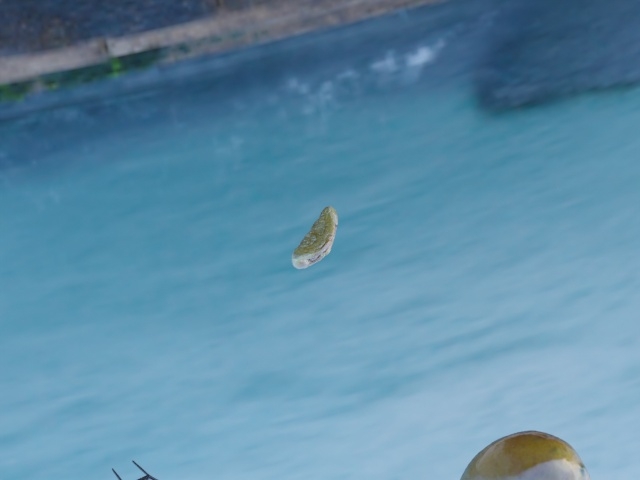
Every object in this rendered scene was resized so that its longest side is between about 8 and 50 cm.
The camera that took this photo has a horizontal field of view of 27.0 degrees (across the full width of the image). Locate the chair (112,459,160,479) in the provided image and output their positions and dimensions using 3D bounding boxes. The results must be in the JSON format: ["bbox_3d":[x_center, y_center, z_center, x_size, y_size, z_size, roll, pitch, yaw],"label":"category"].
[{"bbox_3d":[-0.167,0.240,1.253,0.037,0.042,0.086,-22,-161,-24],"label":"chair"}]

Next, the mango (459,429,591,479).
[{"bbox_3d":[0.214,0.263,1.357,0.147,0.109,0.227,20,145,5],"label":"mango"}]

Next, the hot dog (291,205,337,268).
[{"bbox_3d":[0.000,0.000,1.652,0.090,0.034,0.030,-54,158,-17],"label":"hot dog"}]
